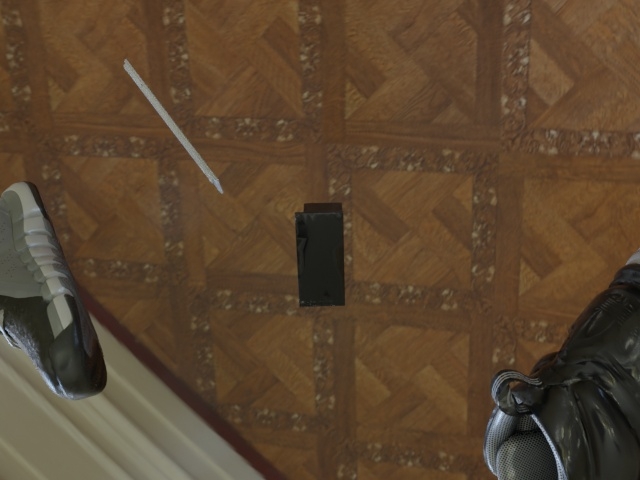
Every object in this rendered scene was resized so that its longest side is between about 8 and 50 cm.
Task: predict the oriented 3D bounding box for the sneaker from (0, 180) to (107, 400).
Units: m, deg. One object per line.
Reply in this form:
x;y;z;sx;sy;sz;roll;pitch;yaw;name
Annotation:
-0.236;0.051;0.575;0.132;0.228;0.086;-22;128;-16;sneaker

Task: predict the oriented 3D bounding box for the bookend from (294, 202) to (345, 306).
0.000;0.000;1.292;0.072;0.156;0.157;-2;115;0;bookend

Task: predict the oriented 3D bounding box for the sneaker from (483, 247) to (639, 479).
0.184;0.135;0.469;0.153;0.101;0.268;-31;118;-2;sneaker

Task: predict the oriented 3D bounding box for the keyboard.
-0.235;-0.182;1.319;0.014;0.072;0.256;-37;80;-2;keyboard
